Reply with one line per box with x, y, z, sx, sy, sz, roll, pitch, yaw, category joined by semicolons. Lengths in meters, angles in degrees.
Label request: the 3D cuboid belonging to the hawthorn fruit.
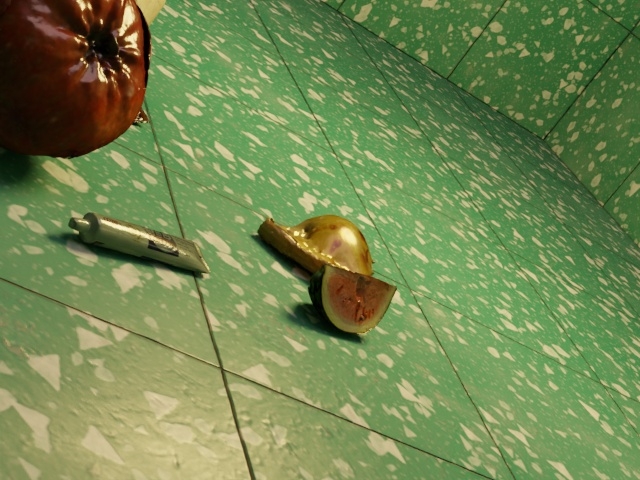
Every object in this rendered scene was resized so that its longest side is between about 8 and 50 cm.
-0.367;-0.245;1.472;0.276;0.276;0.307;18;-2;-44;hawthorn fruit

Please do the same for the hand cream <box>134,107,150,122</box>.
-0.334;-0.218;1.788;0.062;0.039;0.163;47;15;33;hand cream

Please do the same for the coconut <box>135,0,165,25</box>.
-0.360;-0.430;1.925;0.224;0.224;0.234;29;47;-22;coconut

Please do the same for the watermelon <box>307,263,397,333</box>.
0.029;0.085;1.667;0.069;0.087;0.163;12;-6;44;watermelon

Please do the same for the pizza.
0.005;0.000;1.803;0.204;0.080;0.188;32;19;-10;pizza

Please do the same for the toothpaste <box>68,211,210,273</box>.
-0.224;0.002;1.453;0.233;0.038;0.060;18;29;-51;toothpaste
